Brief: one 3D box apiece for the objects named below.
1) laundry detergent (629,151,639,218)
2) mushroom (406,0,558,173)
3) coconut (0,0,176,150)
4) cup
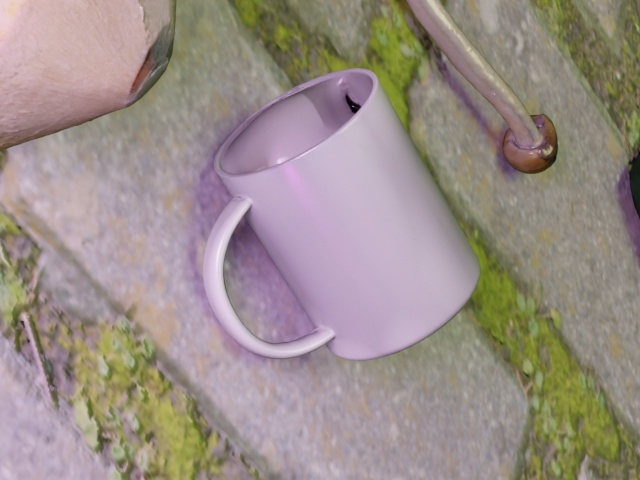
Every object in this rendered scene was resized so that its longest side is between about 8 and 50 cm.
[{"bbox_3d":[0.306,0.018,1.507,0.137,0.063,0.211,-47,118,-50],"label":"laundry detergent"},{"bbox_3d":[0.076,-0.172,1.271,0.306,0.043,0.068,61,18,-17],"label":"mushroom"},{"bbox_3d":[-0.128,-0.117,0.834,0.152,0.147,0.147,38,38,4],"label":"coconut"},{"bbox_3d":[0.000,-0.005,1.057,0.133,0.136,0.099,58,3,-24],"label":"cup"}]
